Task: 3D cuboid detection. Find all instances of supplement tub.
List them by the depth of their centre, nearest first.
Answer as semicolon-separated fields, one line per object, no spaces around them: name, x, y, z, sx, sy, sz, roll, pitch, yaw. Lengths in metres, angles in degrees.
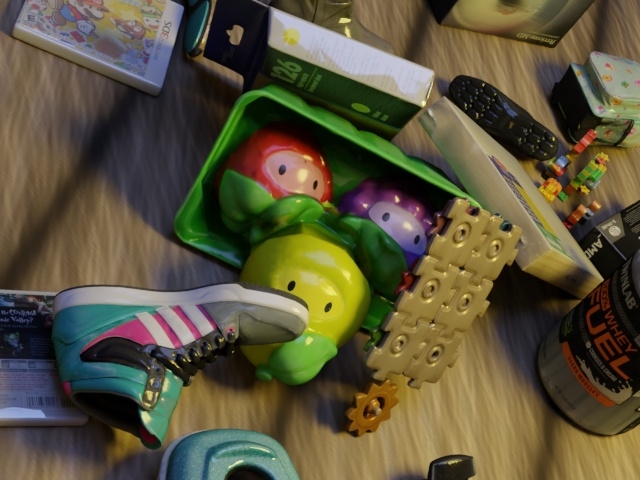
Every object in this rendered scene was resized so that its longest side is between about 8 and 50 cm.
supplement tub;0.472;0.127;1.595;0.194;0.316;0.193;18;46;-19

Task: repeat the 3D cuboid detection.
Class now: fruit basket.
fruit basket;0.000;0.000;1.463;0.392;0.283;0.392;25;27;-14

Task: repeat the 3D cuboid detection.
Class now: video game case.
video game case;-0.367;0.131;1.268;0.190;0.022;0.173;5;52;-29
video game case;-0.329;-0.332;1.683;0.227;0.026;0.206;21;45;-16

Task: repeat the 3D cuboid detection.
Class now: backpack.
backpack;0.555;-0.261;2.109;0.188;0.144;0.165;11;44;-29

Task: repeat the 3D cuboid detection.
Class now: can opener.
can opener;0.113;0.316;1.398;0.186;0.059;0.073;-7;85;-26

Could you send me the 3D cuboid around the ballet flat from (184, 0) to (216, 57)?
ballet flat;-0.177;-0.361;1.778;0.067;0.073;0.206;25;46;-33

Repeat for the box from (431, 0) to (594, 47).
box;0.397;-0.545;2.135;0.296;0.294;0.182;5;54;-29

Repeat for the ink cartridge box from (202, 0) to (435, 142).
ink cartridge box;-0.023;-0.227;1.596;0.307;0.303;0.072;19;79;-7

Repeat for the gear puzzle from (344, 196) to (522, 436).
gear puzzle;0.128;0.104;1.430;0.175;0.339;0.044;20;12;-47

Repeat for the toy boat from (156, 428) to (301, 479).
toy boat;-0.134;0.316;1.168;0.318;0.148;0.267;1;54;-32

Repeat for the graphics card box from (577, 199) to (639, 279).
graphics card box;0.610;0.103;1.868;0.233;0.094;0.371;-26;72;-43

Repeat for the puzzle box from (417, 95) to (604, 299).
puzzle box;0.297;-0.052;1.682;0.272;0.052;0.409;59;16;21

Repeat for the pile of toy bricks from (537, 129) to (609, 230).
pile of toy bricks;0.460;-0.115;1.947;0.118;0.105;0.212;43;44;6

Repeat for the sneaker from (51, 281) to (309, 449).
sneaker;-0.158;0.143;1.257;0.296;0.124;0.178;-1;61;-3

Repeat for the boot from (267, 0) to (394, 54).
boot;0.040;-0.388;1.868;0.247;0.161;0.083;23;46;-15

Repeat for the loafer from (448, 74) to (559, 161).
loafer;0.323;-0.214;1.977;0.223;0.076;0.078;36;7;9
